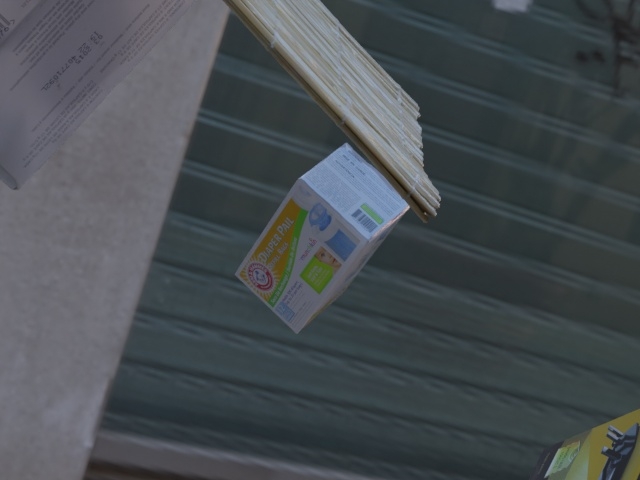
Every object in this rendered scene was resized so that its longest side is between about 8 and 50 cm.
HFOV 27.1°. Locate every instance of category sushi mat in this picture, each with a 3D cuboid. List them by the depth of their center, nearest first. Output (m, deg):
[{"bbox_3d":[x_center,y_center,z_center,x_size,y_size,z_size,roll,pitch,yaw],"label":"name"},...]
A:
[{"bbox_3d":[-0.028,-0.150,0.815,0.316,0.019,0.151,45,19,-28],"label":"sushi mat"}]

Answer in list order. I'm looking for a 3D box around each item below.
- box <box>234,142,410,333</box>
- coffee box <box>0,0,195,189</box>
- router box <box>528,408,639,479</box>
[{"bbox_3d":[0.000,0.000,1.599,0.114,0.203,0.103,43,45,8],"label":"box"},{"bbox_3d":[-0.395,-0.328,1.457,0.334,0.337,0.338,41,-5,25],"label":"coffee box"},{"bbox_3d":[0.290,0.306,1.372,0.081,0.243,0.309,47,45,-9],"label":"router box"}]
